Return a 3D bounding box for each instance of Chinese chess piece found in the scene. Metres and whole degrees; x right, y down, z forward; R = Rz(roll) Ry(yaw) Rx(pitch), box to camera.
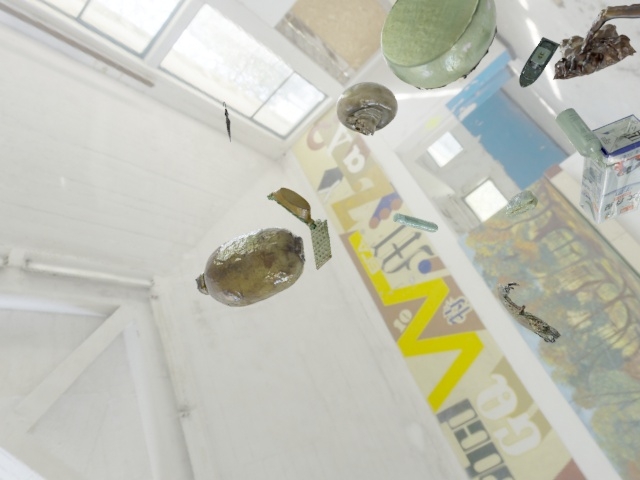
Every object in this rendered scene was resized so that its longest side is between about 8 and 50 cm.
[{"bbox_3d":[0.357,-0.643,1.352,0.147,0.349,0.349,20,-144,-48],"label":"Chinese chess piece"}]

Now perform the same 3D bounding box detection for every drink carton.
[{"bbox_3d":[0.830,-0.186,1.248,0.314,0.131,0.106,57,-164,-48],"label":"drink carton"}]

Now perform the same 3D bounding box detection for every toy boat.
[{"bbox_3d":[0.619,-0.505,1.265,0.055,0.141,0.060,34,-161,15],"label":"toy boat"},{"bbox_3d":[-0.104,-0.128,1.703,0.230,0.088,0.089,35,-135,3],"label":"toy boat"}]

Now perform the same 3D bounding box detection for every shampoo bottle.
[{"bbox_3d":[0.685,-0.259,1.145,0.056,0.056,0.195,23,-138,-47],"label":"shampoo bottle"},{"bbox_3d":[0.352,-0.067,1.649,0.191,0.041,0.069,12,-168,-31],"label":"shampoo bottle"}]

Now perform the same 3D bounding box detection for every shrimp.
[{"bbox_3d":[0.538,0.181,1.161,0.152,0.046,0.219,57,179,-24],"label":"shrimp"}]

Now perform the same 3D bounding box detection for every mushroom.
[{"bbox_3d":[0.169,-0.473,1.611,0.227,0.227,0.177,28,-123,-40],"label":"mushroom"}]

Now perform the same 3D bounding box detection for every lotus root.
[{"bbox_3d":[-0.148,0.057,0.897,0.128,0.261,0.145,40,-144,-56],"label":"lotus root"}]

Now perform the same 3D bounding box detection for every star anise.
[{"bbox_3d":[0.794,-0.556,1.243,0.148,0.238,0.346,60,177,-2],"label":"star anise"}]

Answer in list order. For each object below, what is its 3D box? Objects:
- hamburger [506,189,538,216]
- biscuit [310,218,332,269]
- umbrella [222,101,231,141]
[{"bbox_3d":[0.737,-0.142,1.628,0.054,0.121,0.084,37,-134,-16],"label":"hamburger"},{"bbox_3d":[0.001,0.000,1.721,0.016,0.144,0.203,5,-117,-27],"label":"biscuit"},{"bbox_3d":[-0.264,-0.339,1.259,0.013,0.122,0.022,8,-138,11],"label":"umbrella"}]
